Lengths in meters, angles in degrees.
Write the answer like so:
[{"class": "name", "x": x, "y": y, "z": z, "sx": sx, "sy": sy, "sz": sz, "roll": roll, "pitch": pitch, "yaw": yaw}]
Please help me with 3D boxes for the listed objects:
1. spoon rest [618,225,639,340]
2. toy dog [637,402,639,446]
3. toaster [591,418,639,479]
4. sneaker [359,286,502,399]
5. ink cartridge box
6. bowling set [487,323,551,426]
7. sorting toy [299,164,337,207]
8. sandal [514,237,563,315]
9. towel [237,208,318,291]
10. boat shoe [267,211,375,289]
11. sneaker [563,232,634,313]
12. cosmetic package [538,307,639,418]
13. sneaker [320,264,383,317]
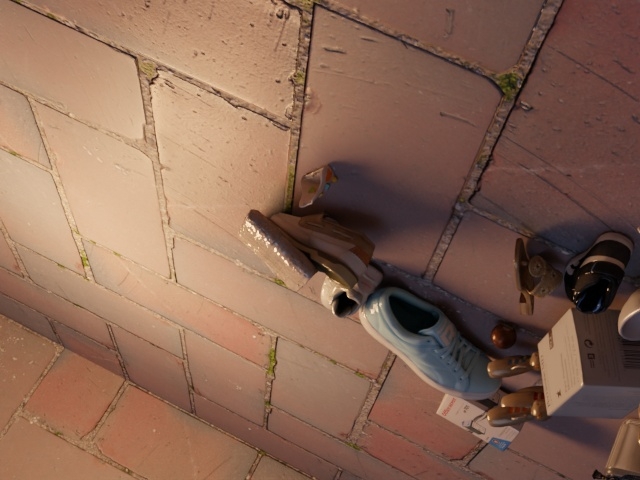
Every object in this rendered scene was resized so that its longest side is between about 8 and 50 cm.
[{"class": "spoon rest", "x": 0.548, "y": 0.084, "z": 1.365, "sx": 0.137, "sy": 0.084, "sz": 0.276, "roll": -19, "pitch": 137, "yaw": 4}, {"class": "toy dog", "x": 0.690, "y": 0.318, "z": 1.406, "sx": 0.333, "sy": 0.161, "sz": 0.220, "roll": -32, "pitch": 138, "yaw": 29}, {"class": "toaster", "x": 0.717, "y": 0.481, "z": 1.823, "sx": 0.227, "sy": 0.146, "sz": 0.129, "roll": 6, "pitch": 144, "yaw": 37}, {"class": "sneaker", "x": 0.256, "y": 0.228, "z": 1.854, "sx": 0.365, "sy": 0.135, "sz": 0.150, "roll": 31, "pitch": 156, "yaw": -4}, {"class": "ink cartridge box", "x": 0.396, "y": 0.414, "z": 2.066, "sx": 0.190, "sy": 0.082, "sz": 0.140, "roll": 27, "pitch": 147, "yaw": 11}, {"class": "bowling set", "x": 0.432, "y": 0.263, "z": 1.725, "sx": 0.154, "sy": 0.200, "sz": 0.287, "roll": -14, "pitch": 177, "yaw": 26}, {"class": "sorting toy", "x": -0.012, "y": -0.097, "z": 1.627, "sx": 0.045, "sy": 0.075, "sz": 0.083, "roll": 40, "pitch": 151, "yaw": -19}, {"class": "sandal", "x": 0.397, "y": 0.067, "z": 1.525, "sx": 0.079, "sy": 0.088, "sz": 0.240, "roll": 3, "pitch": 152, "yaw": 18}, {"class": "towel", "x": -0.098, "y": 0.026, "z": 1.794, "sx": 0.187, "sy": 0.049, "sz": 0.282, "roll": 44, "pitch": 169, "yaw": 0}, {"class": "boat shoe", "x": 0.000, "y": 0.000, "z": 1.750, "sx": 0.302, "sy": 0.103, "sz": 0.113, "roll": 31, "pitch": 166, "yaw": 45}, {"class": "sneaker", "x": 0.451, "y": 0.083, "z": 1.438, "sx": 0.079, "sy": 0.121, "sz": 0.217, "roll": 26, "pitch": 152, "yaw": 10}, {"class": "cosmetic package", "x": 0.507, "y": 0.228, "z": 1.547, "sx": 0.151, "sy": 0.151, "sz": 0.184, "roll": 3, "pitch": 151, "yaw": -6}, {"class": "sneaker", "x": 0.046, "y": 0.126, "z": 1.902, "sx": 0.090, "sy": 0.115, "sz": 0.232, "roll": 34, "pitch": 152, "yaw": -7}]
